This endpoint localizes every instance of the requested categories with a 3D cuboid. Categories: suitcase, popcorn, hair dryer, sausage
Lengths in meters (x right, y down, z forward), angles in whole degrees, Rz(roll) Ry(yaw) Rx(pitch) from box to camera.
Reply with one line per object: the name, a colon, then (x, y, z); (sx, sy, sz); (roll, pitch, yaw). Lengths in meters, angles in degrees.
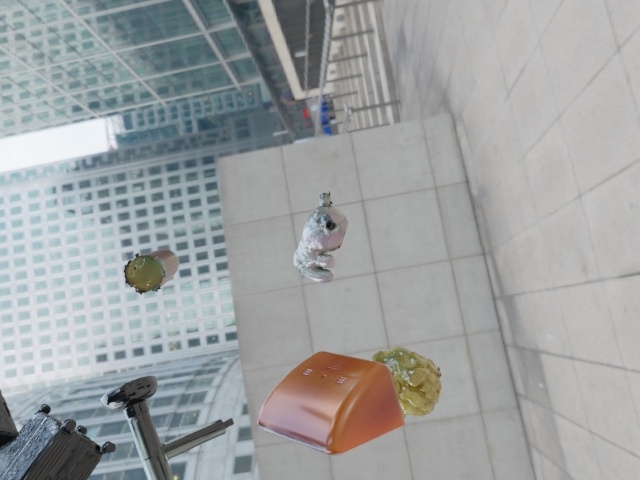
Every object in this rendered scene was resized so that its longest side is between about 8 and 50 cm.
suitcase: (-0.682, 0.581, 1.298); (0.152, 0.230, 0.335); (48, -122, -29)
popcorn: (0.235, 0.425, 1.629); (0.250, 0.250, 0.190); (-85, -29, -73)
hair dryer: (-0.426, 0.525, 1.564); (0.320, 0.156, 0.284); (58, -148, 9)
sausage: (-0.344, 0.058, 1.165); (0.264, 0.083, 0.083); (-160, 59, -83)

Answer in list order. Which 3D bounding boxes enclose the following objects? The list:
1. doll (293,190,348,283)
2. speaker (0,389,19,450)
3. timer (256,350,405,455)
doll: (0.000, 0.000, 1.229); (0.149, 0.095, 0.192); (-93, 19, -66)
speaker: (-0.636, 0.279, 0.788); (0.184, 0.254, 0.232); (49, 171, 27)
timer: (0.017, 0.380, 1.253); (0.250, 0.257, 0.161); (-23, -73, -44)
